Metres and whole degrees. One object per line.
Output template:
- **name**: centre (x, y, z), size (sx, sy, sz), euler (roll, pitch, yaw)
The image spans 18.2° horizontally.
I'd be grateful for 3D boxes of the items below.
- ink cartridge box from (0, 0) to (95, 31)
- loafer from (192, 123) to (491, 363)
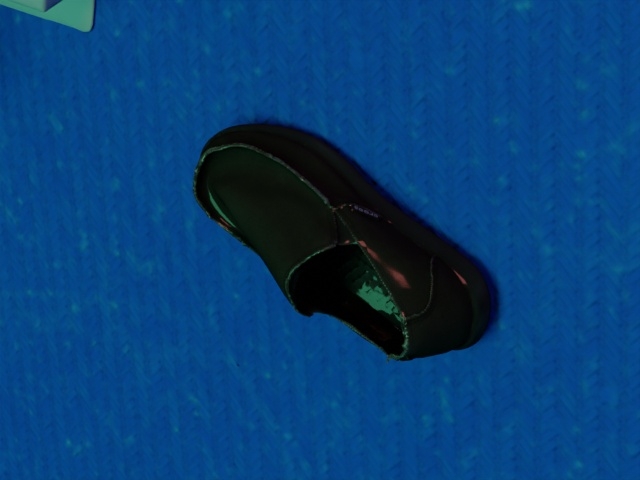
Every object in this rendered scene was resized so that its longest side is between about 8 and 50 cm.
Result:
- **ink cartridge box**: centre (-0.204, -0.223, 1.275), size (0.115, 0.067, 0.198), euler (20, 127, 21)
- **loafer**: centre (0.000, 0.000, 1.209), size (0.220, 0.078, 0.080), euler (31, 126, 27)
